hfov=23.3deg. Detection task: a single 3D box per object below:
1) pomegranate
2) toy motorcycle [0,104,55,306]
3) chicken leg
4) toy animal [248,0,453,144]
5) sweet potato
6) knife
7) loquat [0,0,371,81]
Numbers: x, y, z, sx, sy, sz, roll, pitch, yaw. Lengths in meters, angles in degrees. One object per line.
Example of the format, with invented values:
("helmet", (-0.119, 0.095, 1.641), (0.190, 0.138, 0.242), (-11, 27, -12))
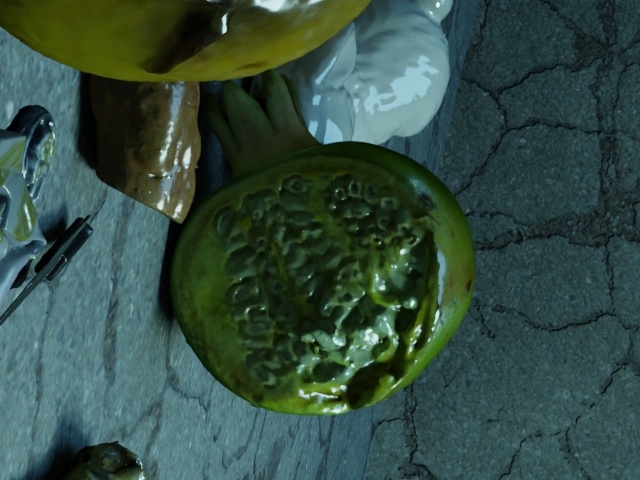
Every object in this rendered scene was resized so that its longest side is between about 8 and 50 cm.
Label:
("pomegranate", (0.000, 0.000, 1.581), (0.216, 0.309, 0.359), (4, 64, -65))
("toy motorcycle", (-0.231, -0.002, 1.002), (0.225, 0.073, 0.152), (-45, 148, -69))
("chicken leg", (-0.204, 0.230, 1.339), (0.125, 0.080, 0.196), (-63, 164, -10))
("toy animal", (0.025, -0.179, 1.792), (0.357, 0.193, 0.258), (-38, 149, -60))
("sweet potato", (-0.142, -0.130, 1.251), (0.097, 0.097, 0.252), (-55, 150, -62))
("knife", (-0.196, 0.014, 1.146), (0.072, 0.019, 0.245), (-48, -173, 15))
("loquat", (-0.085, -0.270, 0.889), (0.328, 0.328, 0.359), (81, -7, -58))
